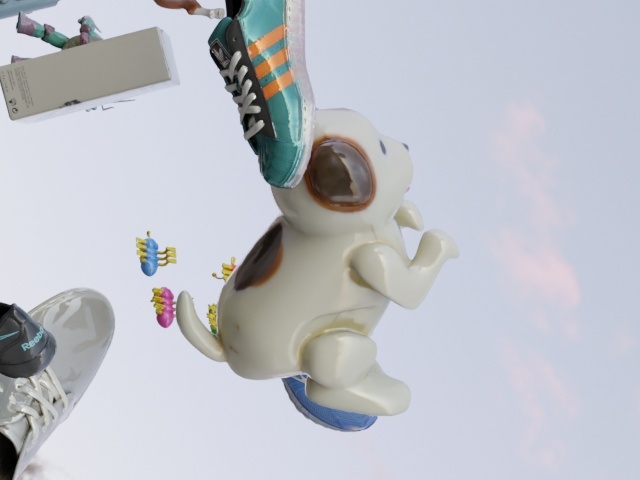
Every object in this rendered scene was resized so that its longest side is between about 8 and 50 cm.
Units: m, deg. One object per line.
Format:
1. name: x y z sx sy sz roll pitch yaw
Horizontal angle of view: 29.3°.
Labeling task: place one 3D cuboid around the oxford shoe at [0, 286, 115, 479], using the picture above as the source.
1. oxford shoe: -0.434 0.238 1.787 0.130 0.449 0.169 -8 -58 43

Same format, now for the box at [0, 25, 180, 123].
1. box: -0.378 -0.270 2.020 0.113 0.275 0.094 -40 116 -86

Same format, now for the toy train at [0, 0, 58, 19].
1. toy train: -0.669 -0.513 2.535 0.190 0.334 0.142 21 -57 47

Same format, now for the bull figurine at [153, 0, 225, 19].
1. bull figurine: -0.200 -0.538 2.385 0.188 0.310 0.101 20 -37 31

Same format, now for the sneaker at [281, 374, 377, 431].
1. sneaker: -0.017 0.226 2.239 0.330 0.130 0.147 45 -21 -8

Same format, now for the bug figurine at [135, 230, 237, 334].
1. bug figurine: -0.253 0.096 2.420 0.072 0.279 0.216 -46 -144 39

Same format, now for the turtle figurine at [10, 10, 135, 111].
1. turtle figurine: -0.435 -0.333 2.214 0.118 0.234 0.175 157 -60 -67

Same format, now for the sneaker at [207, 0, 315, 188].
1. sneaker: -0.084 -0.211 1.523 0.108 0.121 0.302 -29 -117 61

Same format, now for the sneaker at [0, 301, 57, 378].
1. sneaker: -0.482 0.114 1.663 0.267 0.101 0.106 2 -43 24

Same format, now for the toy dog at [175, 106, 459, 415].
1. toy dog: 0.000 0.000 1.813 0.284 0.395 0.408 -105 -154 -64
